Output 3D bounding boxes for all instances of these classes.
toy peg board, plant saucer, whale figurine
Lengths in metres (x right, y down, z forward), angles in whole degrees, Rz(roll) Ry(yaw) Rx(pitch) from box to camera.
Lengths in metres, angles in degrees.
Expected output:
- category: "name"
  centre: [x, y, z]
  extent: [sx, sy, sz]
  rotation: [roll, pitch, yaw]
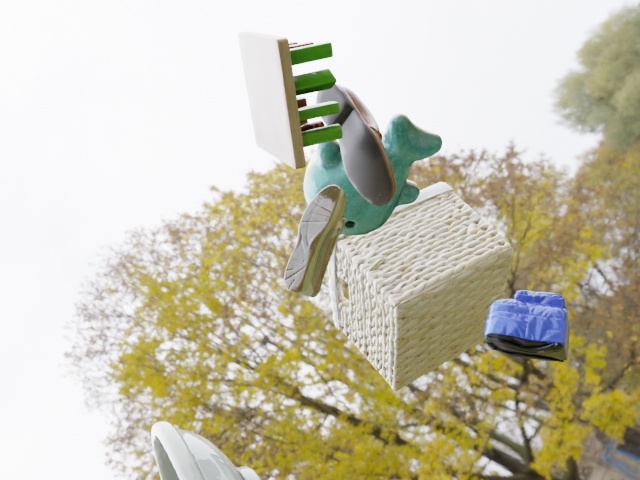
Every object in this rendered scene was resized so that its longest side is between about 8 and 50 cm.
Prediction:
- category: "toy peg board"
  centre: [-0.037, -0.196, 0.915]
  extent: [0.079, 0.161, 0.161]
  rotation: [-16, -66, -19]
- category: "plant saucer"
  centre: [-0.096, 0.400, 0.850]
  extent: [0.101, 0.400, 0.400]
  rotation: [-19, -54, -21]
- category: "whale figurine"
  centre: [0.085, -0.104, 1.187]
  extent: [0.216, 0.272, 0.141]
  rotation: [27, -128, -26]

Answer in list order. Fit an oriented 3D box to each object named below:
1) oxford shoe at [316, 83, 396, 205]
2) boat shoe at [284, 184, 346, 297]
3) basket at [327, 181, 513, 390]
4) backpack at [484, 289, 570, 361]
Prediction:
- category: "oxford shoe"
  centre: [0.070, -0.147, 1.031]
  extent: [0.076, 0.212, 0.076]
  rotation: [-1, -28, -44]
- category: "boat shoe"
  centre: [0.001, 0.001, 0.921]
  extent: [0.048, 0.056, 0.153]
  rotation: [23, -96, -41]
- category: "basket"
  centre: [0.222, 0.102, 1.557]
  extent: [0.331, 0.266, 0.328]
  rotation: [-25, -43, -20]
- category: "backpack"
  centre: [0.315, 0.130, 1.051]
  extent: [0.098, 0.120, 0.101]
  rotation: [56, -138, -52]
